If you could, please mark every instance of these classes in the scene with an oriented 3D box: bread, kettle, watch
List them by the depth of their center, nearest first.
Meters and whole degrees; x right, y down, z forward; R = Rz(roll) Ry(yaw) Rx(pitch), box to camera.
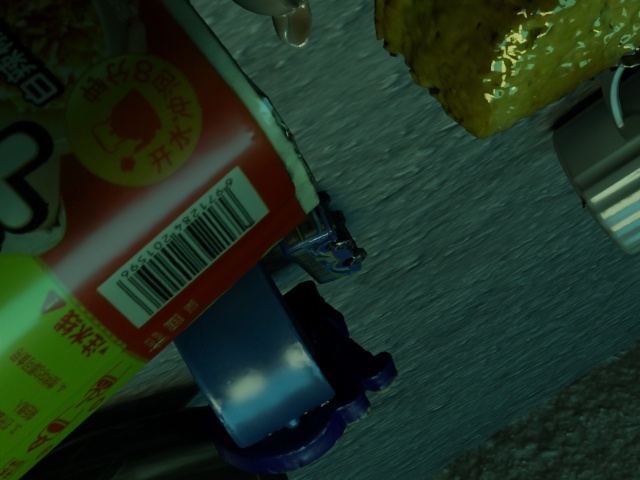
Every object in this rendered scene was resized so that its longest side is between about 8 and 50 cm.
[{"bbox_3d":[0.156,-0.197,0.953,0.261,0.160,0.147,-27,157,-6],"label":"bread"},{"bbox_3d":[-0.057,0.088,1.346,0.171,0.196,0.200,-38,130,-7],"label":"watch"},{"bbox_3d":[-0.245,0.302,1.604,0.324,0.228,0.321,-5,180,-44],"label":"kettle"}]

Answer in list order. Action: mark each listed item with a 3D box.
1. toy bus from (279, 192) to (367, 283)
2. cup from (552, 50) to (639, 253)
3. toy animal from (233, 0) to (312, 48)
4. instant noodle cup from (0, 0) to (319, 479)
[{"bbox_3d":[0.000,0.000,1.394,0.061,0.051,0.153,-27,163,6],"label":"toy bus"},{"bbox_3d":[0.332,-0.117,1.504,0.202,0.221,0.167,-34,-164,17],"label":"cup"},{"bbox_3d":[-0.047,-0.167,0.822,0.089,0.083,0.150,3,164,39],"label":"toy animal"},{"bbox_3d":[-0.181,-0.012,0.775,0.308,0.294,0.294,-37,162,-3],"label":"instant noodle cup"}]
